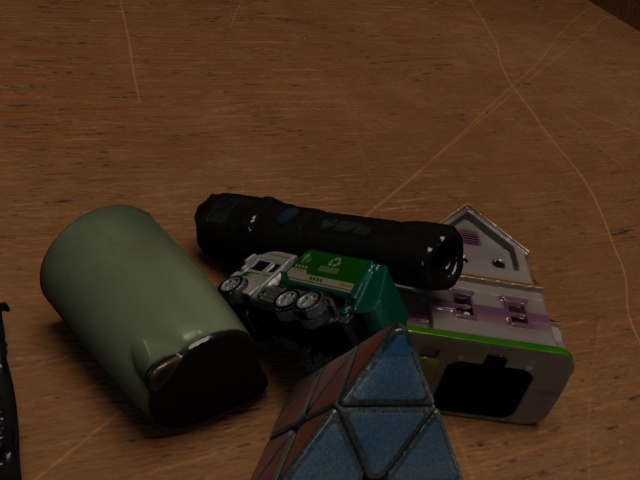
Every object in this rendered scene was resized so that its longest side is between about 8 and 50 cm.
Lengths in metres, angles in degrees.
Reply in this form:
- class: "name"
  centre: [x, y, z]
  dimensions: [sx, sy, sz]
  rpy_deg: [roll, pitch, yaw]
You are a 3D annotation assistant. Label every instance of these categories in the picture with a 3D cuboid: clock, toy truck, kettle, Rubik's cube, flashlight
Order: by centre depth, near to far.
- class: "Rubik's cube"
  centre: [0.028, 0.234, 1.078]
  dimensions: [0.233, 0.228, 0.228]
  rpy_deg: [-12, -20, 22]
- class: "kettle"
  centre: [-0.181, 0.096, 1.203]
  dimensions: [0.255, 0.165, 0.240]
  rpy_deg: [40, 11, 34]
- class: "toy truck"
  centre: [-0.008, 0.082, 1.220]
  dimensions: [0.253, 0.114, 0.124]
  rpy_deg: [12, 47, 47]
- class: "flashlight"
  centre: [0.000, 0.000, 1.318]
  dimensions: [0.424, 0.103, 0.103]
  rpy_deg: [8, 21, 42]
- class: "clock"
  centre: [0.184, 0.083, 1.366]
  dimensions: [0.235, 0.166, 0.309]
  rpy_deg: [9, 39, -10]

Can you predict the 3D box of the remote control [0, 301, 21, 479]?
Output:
- class: "remote control"
  centre: [-0.405, 0.144, 1.104]
  dimensions: [0.145, 0.062, 0.399]
  rpy_deg: [1, 33, -24]
